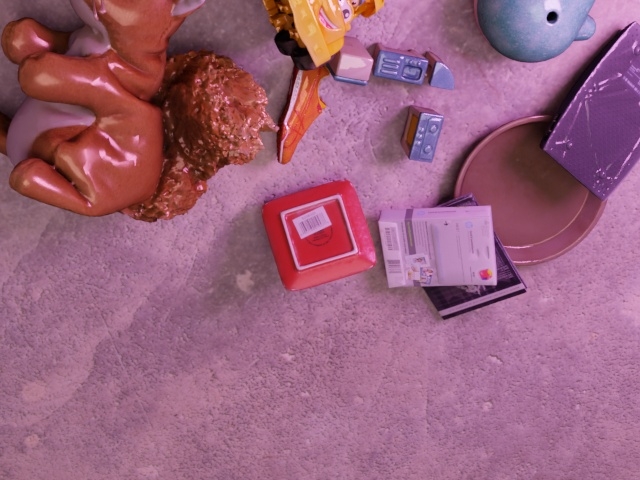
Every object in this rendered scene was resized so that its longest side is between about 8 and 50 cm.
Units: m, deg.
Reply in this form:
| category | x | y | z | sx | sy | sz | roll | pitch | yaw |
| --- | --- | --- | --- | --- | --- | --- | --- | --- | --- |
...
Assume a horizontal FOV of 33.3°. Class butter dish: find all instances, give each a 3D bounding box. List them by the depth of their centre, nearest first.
| category | x | y | z | sx | sy | sz | roll | pitch | yaw |
| --- | --- | --- | --- | --- | --- | --- | --- | --- | --- |
| butter dish | 0.000 | 0.000 | 1.768 | 0.160 | 0.118 | 0.160 | -17 | 77 | 0 |

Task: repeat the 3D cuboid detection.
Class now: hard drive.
| category | x | y | z | sx | sy | sz | roll | pitch | yaw |
| --- | --- | --- | --- | --- | --- | --- | --- | --- | --- |
| hard drive | 0.478 | -0.211 | 1.753 | 0.172 | 0.054 | 0.255 | 36 | 89 | -23 |

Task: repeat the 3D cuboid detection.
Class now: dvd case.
| category | x | y | z | sx | sy | sz | roll | pitch | yaw |
| --- | --- | --- | --- | --- | --- | --- | --- | --- | --- |
| dvd case | 0.236 | 0.031 | 1.844 | 0.164 | 0.018 | 0.221 | -22 | 119 | 25 |

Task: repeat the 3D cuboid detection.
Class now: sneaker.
| category | x | y | z | sx | sy | sz | roll | pitch | yaw |
| --- | --- | --- | --- | --- | --- | --- | --- | --- | --- |
| sneaker | -0.028 | -0.197 | 1.691 | 0.067 | 0.064 | 0.175 | 14 | 113 | -14 |

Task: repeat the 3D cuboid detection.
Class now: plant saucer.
| category | x | y | z | sx | sy | sz | roll | pitch | yaw |
| --- | --- | --- | --- | --- | --- | --- | --- | --- | --- |
| plant saucer | 0.357 | -0.087 | 1.828 | 0.277 | 0.041 | 0.278 | -4 | 116 | -8 |

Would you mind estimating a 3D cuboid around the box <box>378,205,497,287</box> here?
| category | x | y | z | sx | sy | sz | roll | pitch | yaw |
| --- | --- | --- | --- | --- | --- | --- | --- | --- | --- |
| box | 0.198 | 0.012 | 1.802 | 0.186 | 0.038 | 0.145 | -2 | 126 | 14 |

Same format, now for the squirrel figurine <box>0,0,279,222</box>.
| category | x | y | z | sx | sy | sz | roll | pitch | yaw |
| --- | --- | --- | --- | --- | --- | --- | --- | --- | --- |
| squirrel figurine | -0.267 | -0.228 | 1.560 | 0.397 | 0.281 | 0.370 | 22 | 100 | -34 |

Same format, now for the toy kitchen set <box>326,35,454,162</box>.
| category | x | y | z | sx | sy | sz | roll | pitch | yaw |
| --- | --- | --- | --- | --- | --- | --- | --- | --- | --- |
| toy kitchen set | 0.100 | -0.213 | 1.674 | 0.207 | 0.122 | 0.166 | 8 | 114 | -14 |

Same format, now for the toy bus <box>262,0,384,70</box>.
| category | x | y | z | sx | sy | sz | roll | pitch | yaw |
| --- | --- | --- | --- | --- | --- | --- | --- | --- | --- |
| toy bus | 0.021 | -0.361 | 1.542 | 0.211 | 0.220 | 0.149 | -24 | 118 | -4 |

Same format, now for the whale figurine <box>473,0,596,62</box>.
| category | x | y | z | sx | sy | sz | roll | pitch | yaw |
| --- | --- | --- | --- | --- | --- | --- | --- | --- | --- |
| whale figurine | 0.368 | -0.387 | 1.628 | 0.272 | 0.141 | 0.216 | -37 | 116 | 7 |
